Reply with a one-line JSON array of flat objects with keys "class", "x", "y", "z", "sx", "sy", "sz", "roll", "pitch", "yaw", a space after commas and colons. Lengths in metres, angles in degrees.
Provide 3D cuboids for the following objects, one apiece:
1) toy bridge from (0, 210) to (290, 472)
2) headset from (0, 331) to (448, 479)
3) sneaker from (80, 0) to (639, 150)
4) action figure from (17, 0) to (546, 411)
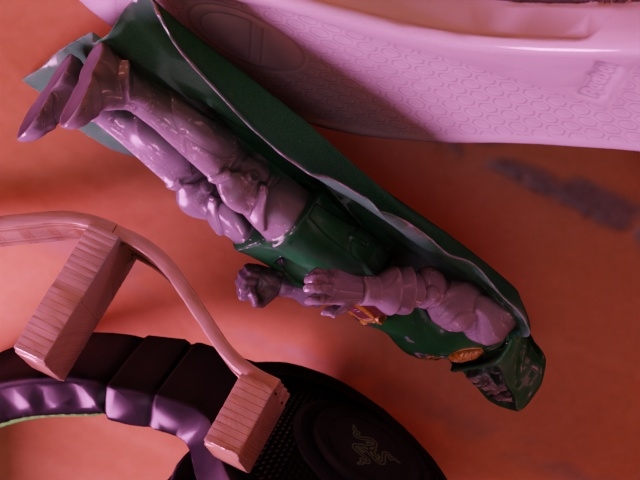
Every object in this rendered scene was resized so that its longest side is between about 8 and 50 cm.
[{"class": "toy bridge", "x": -0.094, "y": 0.023, "z": 0.636, "sx": 0.188, "sy": 0.063, "sz": 0.026, "roll": 23, "pitch": 164, "yaw": 21}, {"class": "headset", "x": -0.004, "y": 0.165, "z": 0.717, "sx": 0.394, "sy": 0.185, "sz": 0.243, "roll": 15, "pitch": 116, "yaw": 10}, {"class": "sneaker", "x": 0.055, "y": -0.118, "z": 0.564, "sx": 0.296, "sy": 0.146, "sz": 0.104, "roll": 8, "pitch": 161, "yaw": 27}, {"class": "action figure", "x": 0.000, "y": 0.000, "z": 0.622, "sx": 0.232, "sy": 0.137, "sz": 0.063, "roll": 32, "pitch": 76, "yaw": -22}]
